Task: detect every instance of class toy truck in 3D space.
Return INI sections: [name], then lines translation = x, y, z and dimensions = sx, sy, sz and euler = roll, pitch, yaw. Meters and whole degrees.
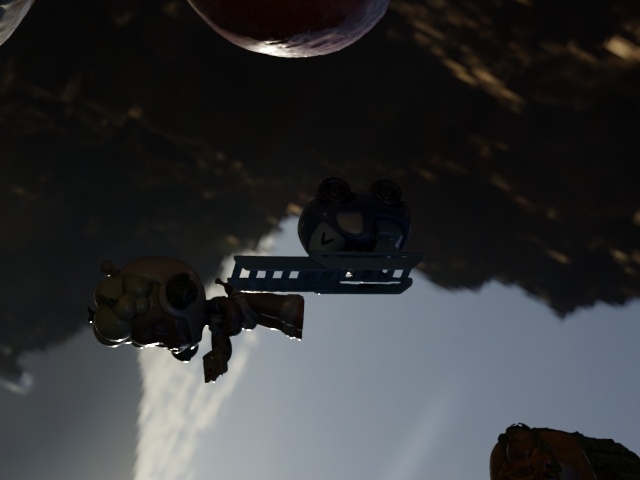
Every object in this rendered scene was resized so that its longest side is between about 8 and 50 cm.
[toy truck]
translation = 0.000, 0.000, 1.159
dimensions = 0.063, 0.136, 0.074
euler = 108, -23, -49

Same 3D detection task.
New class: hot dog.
[hot dog]
translation = 0.152, 0.200, 1.024
dimensions = 0.072, 0.188, 0.055
euler = -16, -166, 28

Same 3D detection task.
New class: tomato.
[tomato]
translation = -0.018, -0.262, 1.404
dimensions = 0.188, 0.232, 0.232
euler = 0, -123, 32

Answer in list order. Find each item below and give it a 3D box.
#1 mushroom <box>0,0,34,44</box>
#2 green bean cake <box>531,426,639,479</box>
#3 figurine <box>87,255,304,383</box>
[mushroom]
translation = -0.207, -0.148, 0.634
dimensions = 0.151, 0.285, 0.156
euler = -17, -108, 38
[green bean cake]
translation = 0.288, 0.376, 1.672
dimensions = 0.300, 0.169, 0.308
euler = 32, -74, 53
[figurine]
translation = -0.114, 0.070, 1.509
dimensions = 0.147, 0.197, 0.093
euler = 97, 9, -62
